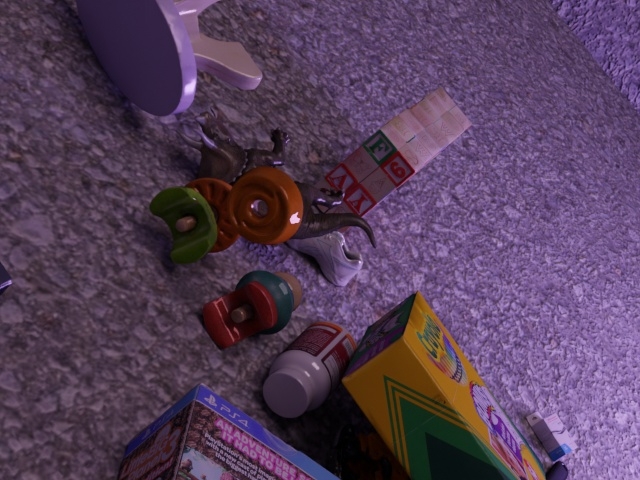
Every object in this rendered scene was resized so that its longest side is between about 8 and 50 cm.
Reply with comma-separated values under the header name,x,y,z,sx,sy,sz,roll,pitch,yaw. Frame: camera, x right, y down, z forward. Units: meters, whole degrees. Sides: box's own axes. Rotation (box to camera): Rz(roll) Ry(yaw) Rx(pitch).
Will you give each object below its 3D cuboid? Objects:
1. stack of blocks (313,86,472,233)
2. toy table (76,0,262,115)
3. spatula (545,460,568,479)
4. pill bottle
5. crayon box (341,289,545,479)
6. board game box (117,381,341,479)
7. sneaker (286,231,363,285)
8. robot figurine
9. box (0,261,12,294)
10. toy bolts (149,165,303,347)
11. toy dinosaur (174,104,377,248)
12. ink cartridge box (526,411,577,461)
name,x,y,z,sx,sy,sz,roll,pitch,yaw
stack of blocks,0.117,-0.134,2.145,0.087,0.171,0.297,50,31,1
toy table,-0.211,-0.309,1.877,0.161,0.252,0.274,-18,77,-40
spatula,0.323,0.391,1.978,0.084,0.030,0.296,55,31,6
pill bottle,-0.015,0.171,1.739,0.086,0.086,0.152,50,31,1
crayon box,0.172,0.242,1.731,0.313,0.106,0.363,55,9,-2
board game box,-0.105,0.342,1.392,0.232,0.141,0.291,37,33,-19
sneaker,0.000,0.000,1.963,0.152,0.061,0.054,40,35,-13
robot figurine,0.081,0.367,1.652,0.211,0.085,0.291,27,39,-32
box,-0.414,0.072,1.230,0.108,0.207,0.153,52,32,4
toy bolts,-0.079,0.009,1.745,0.158,0.218,0.228,-25,95,-64
toy dinosaur,-0.066,-0.062,1.892,0.313,0.121,0.160,45,43,3
ink cartridge box,0.372,0.309,2.128,0.048,0.028,0.083,-11,65,-55
